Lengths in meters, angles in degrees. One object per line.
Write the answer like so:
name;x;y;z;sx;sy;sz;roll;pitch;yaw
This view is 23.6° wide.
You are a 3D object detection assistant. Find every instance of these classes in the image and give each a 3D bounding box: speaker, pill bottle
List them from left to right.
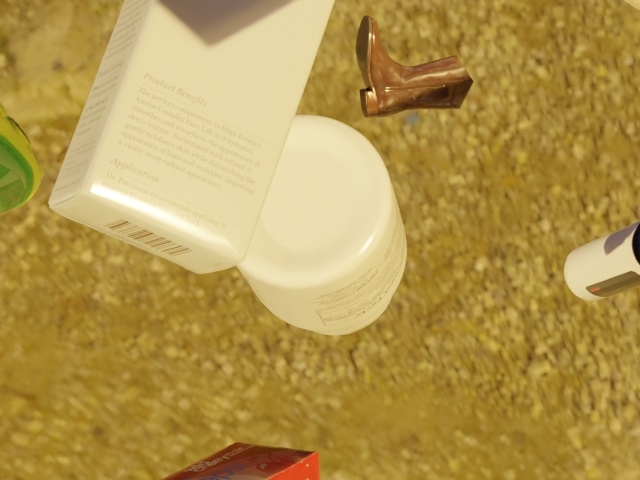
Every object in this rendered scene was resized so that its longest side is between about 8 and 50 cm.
pill bottle;0.000;0.000;1.190;0.131;0.229;0.131;-2;74;7
speaker;0.268;0.017;1.358;0.055;0.136;0.055;3;78;-17

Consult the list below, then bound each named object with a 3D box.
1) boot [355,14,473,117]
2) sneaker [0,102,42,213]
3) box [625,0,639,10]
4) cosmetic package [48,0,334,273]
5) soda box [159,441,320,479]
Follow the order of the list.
boot;0.095;-0.176;1.517;0.114;0.106;0.037;-8;24;-14
sneaker;-0.301;-0.076;1.181;0.123;0.295;0.109;-40;79;-7
box;0.061;-0.255;0.646;0.311;0.148;0.121;34;35;0
cosmetic package;-0.076;-0.108;0.982;0.085;0.117;0.231;-12;56;63
soda box;-0.100;0.231;1.147;0.083;0.263;0.092;2;100;32
